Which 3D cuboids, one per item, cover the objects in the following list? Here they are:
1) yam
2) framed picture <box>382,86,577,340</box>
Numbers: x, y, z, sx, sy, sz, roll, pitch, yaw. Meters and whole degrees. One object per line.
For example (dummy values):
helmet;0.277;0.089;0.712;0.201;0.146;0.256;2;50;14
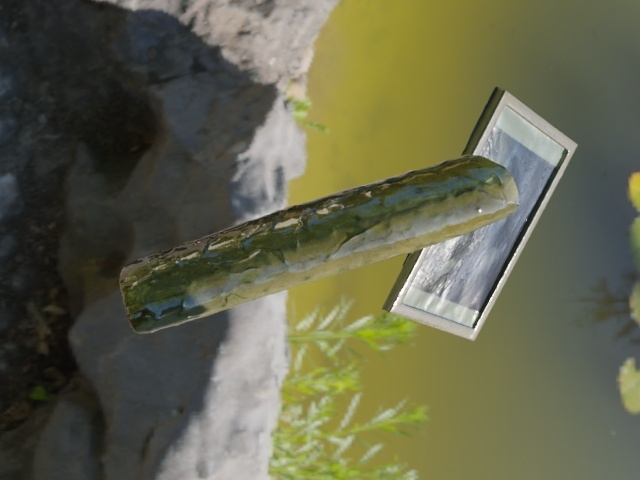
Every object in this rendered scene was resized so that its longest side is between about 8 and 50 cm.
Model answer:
yam;0.000;0.000;0.985;0.371;0.083;0.083;-18;98;-11
framed picture;0.191;-0.022;1.272;0.209;0.019;0.281;19;99;-51
